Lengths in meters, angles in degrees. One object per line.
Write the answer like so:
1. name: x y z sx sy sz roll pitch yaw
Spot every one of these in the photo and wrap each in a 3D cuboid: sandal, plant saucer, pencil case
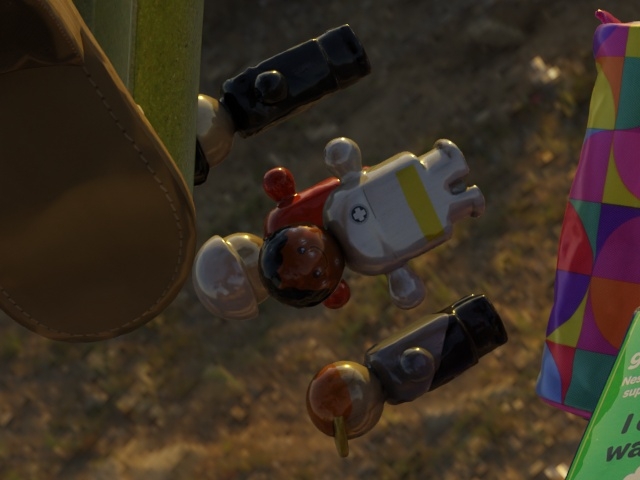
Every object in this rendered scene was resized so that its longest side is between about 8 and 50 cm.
1. sandal: -0.101 -0.054 0.688 0.088 0.240 0.079 -12 58 3
2. plant saucer: -0.102 -0.074 0.930 0.188 0.045 0.188 -159 71 -64
3. pencil case: 0.185 -0.011 1.084 0.104 0.104 0.236 8 88 42

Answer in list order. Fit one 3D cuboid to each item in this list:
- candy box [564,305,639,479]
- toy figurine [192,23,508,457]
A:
1. candy box: 0.205 0.219 0.861 0.122 0.268 0.317 -15 37 44
2. toy figurine: 0.000 0.000 1.170 0.148 0.213 0.209 -28 51 -13
